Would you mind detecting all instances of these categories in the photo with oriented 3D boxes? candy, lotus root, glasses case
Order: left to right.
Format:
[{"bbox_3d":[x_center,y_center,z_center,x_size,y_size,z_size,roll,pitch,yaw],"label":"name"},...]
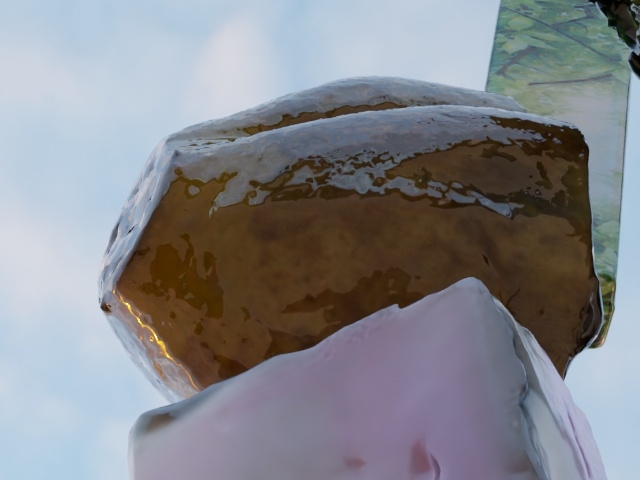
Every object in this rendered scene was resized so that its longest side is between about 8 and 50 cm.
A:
[{"bbox_3d":[0.000,0.000,0.705,0.180,0.199,0.188,18,-30,-18],"label":"lotus root"},{"bbox_3d":[0.033,0.154,0.484,0.155,0.265,0.116,-27,-41,13],"label":"candy"},{"bbox_3d":[0.143,-0.053,1.007,0.095,0.272,0.062,8,-46,8],"label":"glasses case"}]

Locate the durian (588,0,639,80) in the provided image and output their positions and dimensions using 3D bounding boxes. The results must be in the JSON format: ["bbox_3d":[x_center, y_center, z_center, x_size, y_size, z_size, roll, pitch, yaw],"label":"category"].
[{"bbox_3d":[0.195,-0.060,0.666,0.375,0.132,0.106,56,-33,9],"label":"durian"}]
